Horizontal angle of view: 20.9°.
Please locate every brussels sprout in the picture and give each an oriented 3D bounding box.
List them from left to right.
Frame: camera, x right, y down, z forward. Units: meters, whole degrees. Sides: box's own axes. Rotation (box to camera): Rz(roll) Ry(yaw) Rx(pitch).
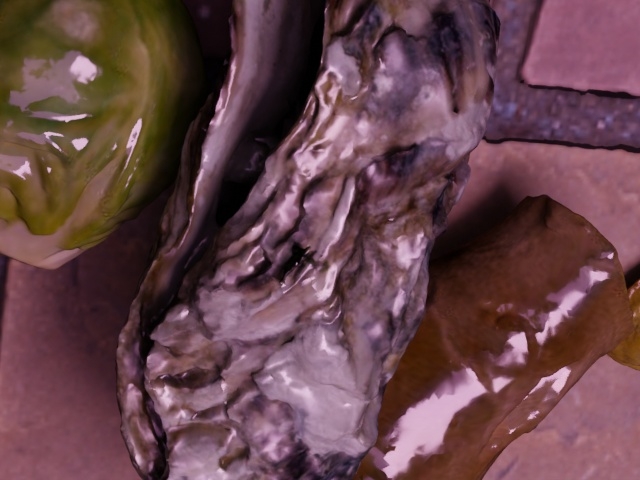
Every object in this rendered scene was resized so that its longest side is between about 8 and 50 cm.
[{"bbox_3d":[-0.125,-0.063,0.776,0.155,0.117,0.155,-5,102,-23],"label":"brussels sprout"}]

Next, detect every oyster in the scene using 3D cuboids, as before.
[{"bbox_3d":[-0.003,0.004,0.784,0.162,0.158,0.351,6,95,-44],"label":"oyster"}]

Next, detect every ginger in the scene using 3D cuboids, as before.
[{"bbox_3d":[0.044,0.087,0.883,0.263,0.109,0.116,-43,79,4],"label":"ginger"}]

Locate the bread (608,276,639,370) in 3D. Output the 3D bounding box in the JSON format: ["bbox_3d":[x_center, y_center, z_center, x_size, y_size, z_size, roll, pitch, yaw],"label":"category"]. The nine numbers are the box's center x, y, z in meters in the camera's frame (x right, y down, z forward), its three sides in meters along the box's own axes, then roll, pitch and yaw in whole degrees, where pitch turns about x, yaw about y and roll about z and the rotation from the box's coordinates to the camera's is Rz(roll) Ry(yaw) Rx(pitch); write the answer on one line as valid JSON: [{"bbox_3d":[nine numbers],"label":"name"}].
[{"bbox_3d":[0.236,0.086,0.958,0.188,0.065,0.149,24,108,-24],"label":"bread"}]
